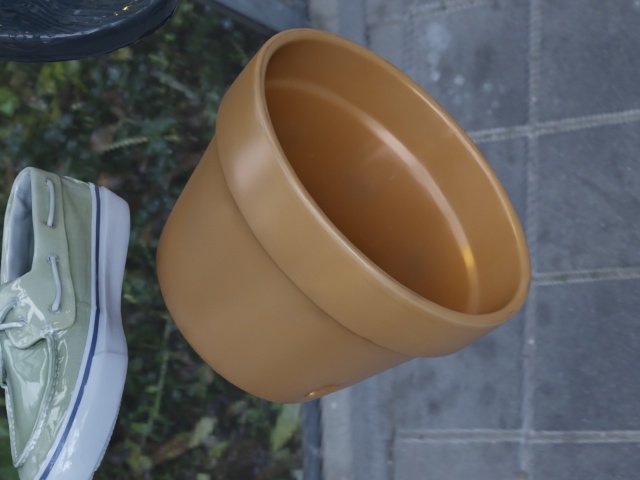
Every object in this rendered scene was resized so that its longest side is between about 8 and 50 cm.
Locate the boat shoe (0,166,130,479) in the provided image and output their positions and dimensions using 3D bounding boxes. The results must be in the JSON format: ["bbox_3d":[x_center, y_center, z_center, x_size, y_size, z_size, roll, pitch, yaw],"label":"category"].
[{"bbox_3d":[-0.208,0.066,0.968,0.109,0.094,0.302,-49,31,33],"label":"boat shoe"}]

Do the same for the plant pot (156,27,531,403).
[{"bbox_3d":[0.000,0.000,1.054,0.203,0.291,0.291,-41,55,30],"label":"plant pot"}]

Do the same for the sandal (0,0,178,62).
[{"bbox_3d":[-0.270,-0.252,0.752,0.446,0.107,0.167,37,60,17],"label":"sandal"}]
